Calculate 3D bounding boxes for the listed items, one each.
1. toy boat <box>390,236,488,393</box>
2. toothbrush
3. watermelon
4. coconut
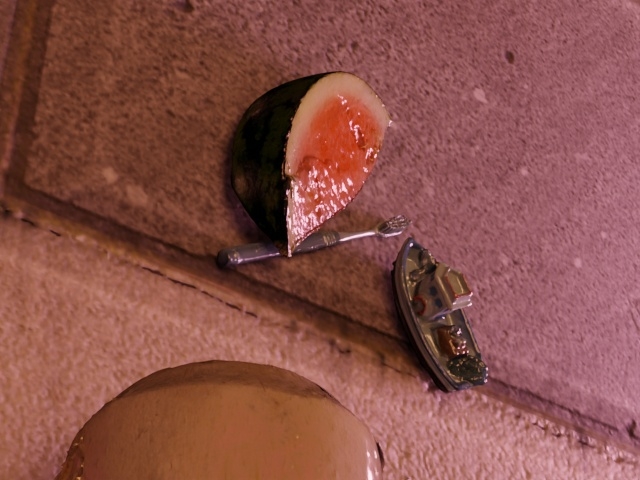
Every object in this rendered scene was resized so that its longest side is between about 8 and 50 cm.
[{"bbox_3d":[0.102,0.060,1.234,0.059,0.066,0.140,-10,69,-41],"label":"toy boat"},{"bbox_3d":[0.000,0.000,1.217,0.219,0.019,0.016,-10,75,-44],"label":"toothbrush"},{"bbox_3d":[-0.007,-0.078,1.241,0.119,0.063,0.245,59,33,-17],"label":"watermelon"},{"bbox_3d":[-0.058,0.199,0.893,0.224,0.224,0.234,30,45,-23],"label":"coconut"}]
